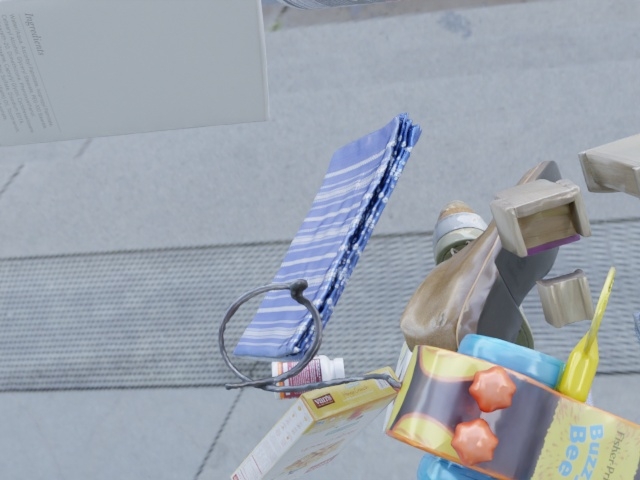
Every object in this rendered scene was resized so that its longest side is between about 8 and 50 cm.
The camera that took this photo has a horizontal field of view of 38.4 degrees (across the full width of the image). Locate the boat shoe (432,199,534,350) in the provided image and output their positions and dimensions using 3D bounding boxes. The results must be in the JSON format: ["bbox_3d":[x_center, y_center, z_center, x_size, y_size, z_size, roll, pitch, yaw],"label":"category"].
[{"bbox_3d":[0.218,0.079,1.234,0.113,0.302,0.103,-10,39,9],"label":"boat shoe"}]

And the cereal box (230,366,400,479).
[{"bbox_3d":[-0.007,0.277,1.313,0.173,0.240,0.047,-11,58,-41],"label":"cereal box"}]

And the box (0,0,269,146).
[{"bbox_3d":[-0.228,-0.223,0.830,0.345,0.168,0.215,-5,54,-3],"label":"box"}]

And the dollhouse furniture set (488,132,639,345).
[{"bbox_3d":[0.342,0.056,0.922,0.286,0.198,0.303,-17,98,4],"label":"dollhouse furniture set"}]

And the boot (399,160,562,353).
[{"bbox_3d":[0.186,0.015,1.021,0.115,0.112,0.305,-1,39,41],"label":"boot"}]

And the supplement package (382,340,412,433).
[{"bbox_3d":[0.212,0.228,1.578,0.149,0.203,0.194,16,54,3],"label":"supplement package"}]

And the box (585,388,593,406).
[{"bbox_3d":[0.389,0.349,1.852,0.299,0.154,0.142,-11,70,23],"label":"box"}]

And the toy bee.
[{"bbox_3d":[0.097,0.112,0.490,0.298,0.162,0.195,0,84,-7],"label":"toy bee"}]

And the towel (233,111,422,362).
[{"bbox_3d":[0.000,0.000,1.177,0.040,0.243,0.336,32,73,-16],"label":"towel"}]

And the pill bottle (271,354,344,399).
[{"bbox_3d":[-0.025,0.290,1.956,0.152,0.086,0.086,-6,55,0],"label":"pill bottle"}]

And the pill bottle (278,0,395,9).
[{"bbox_3d":[0.016,-0.384,1.160,0.176,0.176,0.318,-49,33,-19],"label":"pill bottle"}]
